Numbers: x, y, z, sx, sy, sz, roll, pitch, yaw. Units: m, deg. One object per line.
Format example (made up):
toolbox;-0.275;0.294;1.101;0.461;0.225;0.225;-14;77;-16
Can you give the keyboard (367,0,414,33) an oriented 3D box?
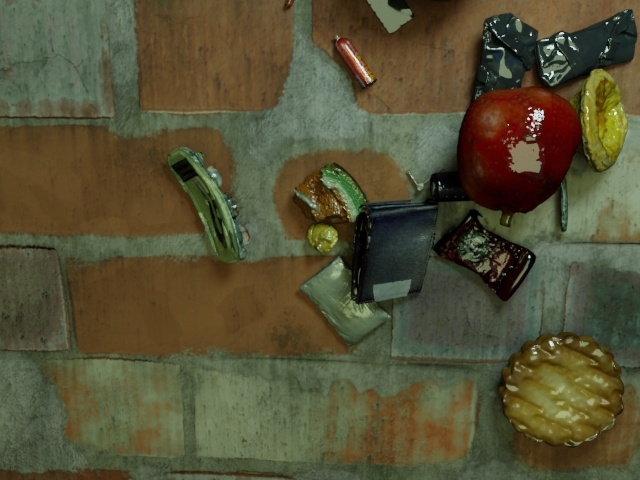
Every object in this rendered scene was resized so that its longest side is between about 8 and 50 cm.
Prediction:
keyboard;0.139;-0.593;1.405;0.074;0.015;0.196;-36;99;14

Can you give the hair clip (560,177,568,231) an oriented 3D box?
hair clip;0.597;-0.134;1.478;0.036;0.066;0.229;-11;98;33

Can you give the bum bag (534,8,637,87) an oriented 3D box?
bum bag;0.630;-0.451;1.393;0.248;0.060;0.123;-19;101;6

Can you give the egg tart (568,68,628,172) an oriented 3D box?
egg tart;0.635;-0.276;1.381;0.105;0.241;0.241;1;108;44

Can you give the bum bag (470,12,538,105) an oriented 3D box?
bum bag;0.431;-0.378;1.412;0.136;0.074;0.310;4;117;-2

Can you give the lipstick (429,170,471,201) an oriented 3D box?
lipstick;0.420;-0.138;1.462;0.299;0.081;0.081;-3;104;-4

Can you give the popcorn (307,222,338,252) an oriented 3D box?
popcorn;0.000;0.000;1.523;0.084;0.084;0.084;1;104;3

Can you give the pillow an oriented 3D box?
pillow;0.066;0.166;1.582;0.148;0.050;0.230;-36;100;17

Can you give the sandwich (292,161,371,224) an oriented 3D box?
sandwich;0.032;-0.095;1.486;0.160;0.109;0.185;-40;99;9

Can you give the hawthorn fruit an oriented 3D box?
hawthorn fruit;0.428;-0.185;1.311;0.265;0.265;0.307;14;93;-1

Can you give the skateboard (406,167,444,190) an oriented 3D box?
skateboard;0.269;-0.172;1.498;0.083;0.032;0.064;-33;90;13

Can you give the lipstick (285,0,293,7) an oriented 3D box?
lipstick;-0.054;-0.613;1.400;0.030;0.030;0.129;23;104;-3

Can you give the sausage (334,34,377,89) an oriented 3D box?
sausage;0.080;-0.438;1.432;0.050;0.048;0.145;-39;96;-27

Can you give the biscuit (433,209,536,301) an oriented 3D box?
biscuit;0.426;0.033;1.521;0.235;0.063;0.151;34;103;-3

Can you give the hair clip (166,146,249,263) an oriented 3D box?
hair clip;-0.270;-0.097;1.510;0.091;0.138;0.321;-33;104;-35

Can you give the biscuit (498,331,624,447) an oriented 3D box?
biscuit;0.640;0.392;1.582;0.325;0.107;0.326;1;102;5

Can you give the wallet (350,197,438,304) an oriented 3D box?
wallet;0.182;0.024;1.484;0.220;0.071;0.262;-8;113;-32
